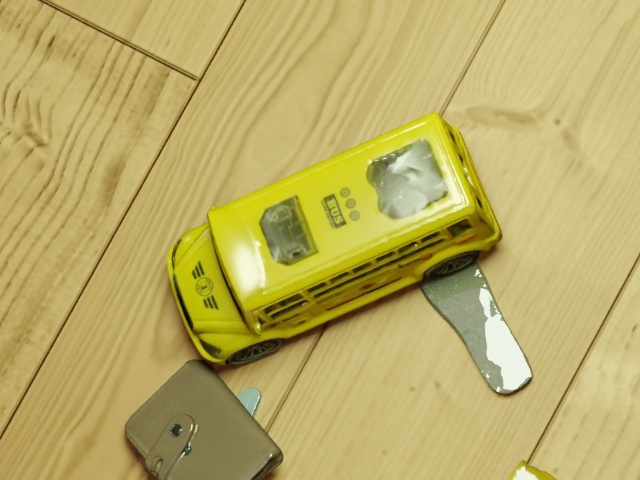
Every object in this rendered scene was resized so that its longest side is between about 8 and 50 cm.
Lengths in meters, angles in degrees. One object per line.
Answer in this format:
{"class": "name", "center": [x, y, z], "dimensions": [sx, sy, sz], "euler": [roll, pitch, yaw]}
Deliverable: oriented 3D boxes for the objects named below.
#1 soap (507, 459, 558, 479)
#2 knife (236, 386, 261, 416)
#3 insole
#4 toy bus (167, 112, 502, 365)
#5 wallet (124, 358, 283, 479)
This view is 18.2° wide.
{"class": "soap", "center": [0.267, 0.376, 1.859], "dimensions": [0.324, 0.096, 0.204], "euler": [33, 87, 17]}
{"class": "knife", "center": [-0.123, 0.268, 2.008], "dimensions": [0.063, 0.034, 0.260], "euler": [11, 75, 26]}
{"class": "insole", "center": [0.149, 0.068, 1.990], "dimensions": [0.063, 0.010, 0.192], "euler": [-33, 73, 4]}
{"class": "toy bus", "center": [0.000, 0.000, 1.959], "dimensions": [0.330, 0.152, 0.144], "euler": [-24, 74, 9]}
{"class": "wallet", "center": [-0.121, 0.202, 1.999], "dimensions": [0.118, 0.039, 0.152], "euler": [-45, 61, 0]}
